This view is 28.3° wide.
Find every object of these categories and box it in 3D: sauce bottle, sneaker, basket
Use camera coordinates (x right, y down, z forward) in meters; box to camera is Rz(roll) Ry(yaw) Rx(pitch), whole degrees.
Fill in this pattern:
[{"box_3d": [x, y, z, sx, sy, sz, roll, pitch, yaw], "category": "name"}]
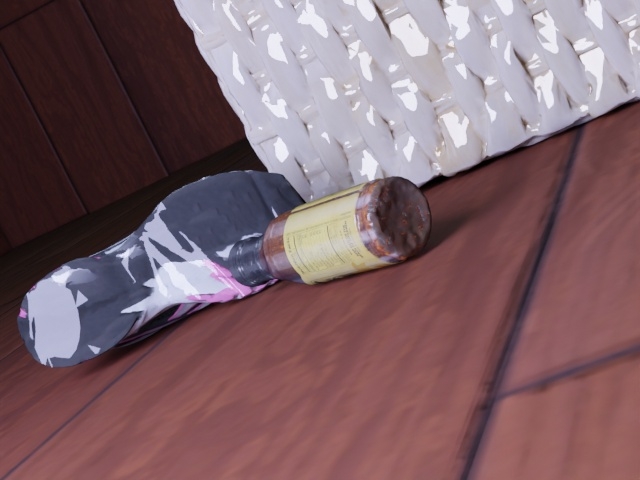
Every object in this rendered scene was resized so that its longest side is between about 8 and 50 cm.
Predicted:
[{"box_3d": [0.000, 0.000, 0.623, 0.042, 0.042, 0.128, -32, 10, -36], "category": "sauce bottle"}, {"box_3d": [-0.086, 0.014, 0.734, 0.178, 0.072, 0.077, -21, -3, -2], "category": "sneaker"}, {"box_3d": [0.084, -0.230, 0.813, 0.328, 0.331, 0.266, -22, 11, 28], "category": "basket"}]
